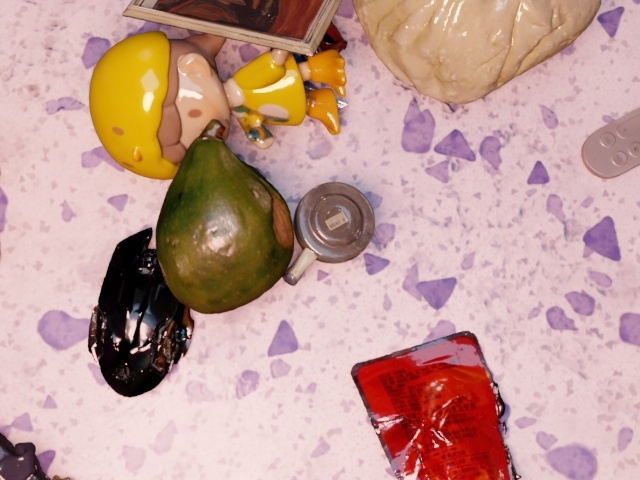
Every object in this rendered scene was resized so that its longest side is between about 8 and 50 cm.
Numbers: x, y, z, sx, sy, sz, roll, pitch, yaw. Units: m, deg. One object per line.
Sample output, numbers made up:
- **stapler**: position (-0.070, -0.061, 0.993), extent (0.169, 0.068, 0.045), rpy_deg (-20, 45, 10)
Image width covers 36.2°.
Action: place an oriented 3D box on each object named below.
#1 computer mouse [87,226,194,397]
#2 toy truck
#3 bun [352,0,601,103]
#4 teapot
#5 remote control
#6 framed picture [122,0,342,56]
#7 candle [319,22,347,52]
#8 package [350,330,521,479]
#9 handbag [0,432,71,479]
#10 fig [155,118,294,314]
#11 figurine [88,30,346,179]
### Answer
- **computer mouse**: position (-0.246, 0.097, 1.347), extent (0.146, 0.077, 0.242), rpy_deg (8, 77, -3)
- **toy truck**: position (-0.014, -0.249, 1.439), extent (0.136, 0.063, 0.074), rpy_deg (20, 98, 0)
- **bun**: position (0.228, -0.378, 1.390), extent (0.352, 0.227, 0.349), rpy_deg (21, 77, 2)
- **teapot**: position (0.011, 0.000, 1.364), extent (0.111, 0.108, 0.149), rpy_deg (11, 77, -7)
- **remote control**: position (0.500, -0.169, 1.464), extent (0.245, 0.022, 0.077), rpy_deg (-28, 83, -7)
- **framed picture**: position (-0.103, -0.348, 1.332), extent (0.273, 0.016, 0.216), rpy_deg (13, 52, 11)
- **candle**: position (-0.023, -0.339, 1.468), extent (0.162, 0.053, 0.048), rpy_deg (52, 125, 13)
- **package**: position (0.171, 0.268, 1.338), extent (0.194, 0.071, 0.269), rpy_deg (-11, 75, -20)
- **handbag**: position (-0.416, 0.438, 1.245), extent (0.303, 0.122, 0.329), rpy_deg (39, 80, 7)
- **fig**: position (-0.135, -0.031, 1.279), extent (0.195, 0.195, 0.245), rpy_deg (-19, 101, -6)
- **figurine**: position (-0.142, -0.189, 1.348), extent (0.343, 0.215, 0.187), rpy_deg (-5, 42, -9)
